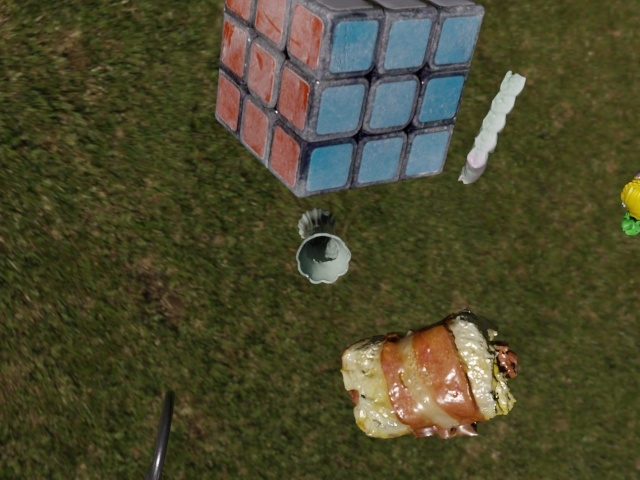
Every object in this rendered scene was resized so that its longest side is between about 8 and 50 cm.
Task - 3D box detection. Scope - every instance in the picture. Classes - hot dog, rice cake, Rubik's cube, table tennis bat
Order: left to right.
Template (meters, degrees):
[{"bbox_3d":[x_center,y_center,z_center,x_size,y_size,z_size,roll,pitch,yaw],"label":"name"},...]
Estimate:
[{"bbox_3d":[-0.238,0.318,1.317,0.027,0.150,0.236,11,131,-8],"label":"table tennis bat"},{"bbox_3d":[0.034,-0.283,1.461,0.301,0.304,0.305,-13,130,-30],"label":"Rubik's cube"},{"bbox_3d":[0.131,0.164,1.084,0.103,0.213,0.146,8,72,-63],"label":"hot dog"},{"bbox_3d":[0.279,-0.182,1.489,0.037,0.198,0.189,25,83,6],"label":"rice cake"}]

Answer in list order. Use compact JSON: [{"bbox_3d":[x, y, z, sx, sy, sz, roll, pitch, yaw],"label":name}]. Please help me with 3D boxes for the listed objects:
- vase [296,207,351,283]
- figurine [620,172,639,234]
[{"bbox_3d":[0.000,0.000,1.380,0.081,0.149,0.081,-1,112,-3],"label":"vase"},{"bbox_3d":[0.625,-0.084,1.727,0.095,0.115,0.156,36,94,14],"label":"figurine"}]
